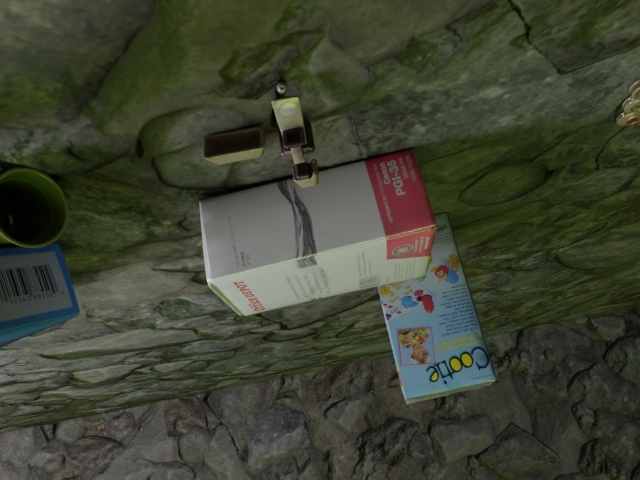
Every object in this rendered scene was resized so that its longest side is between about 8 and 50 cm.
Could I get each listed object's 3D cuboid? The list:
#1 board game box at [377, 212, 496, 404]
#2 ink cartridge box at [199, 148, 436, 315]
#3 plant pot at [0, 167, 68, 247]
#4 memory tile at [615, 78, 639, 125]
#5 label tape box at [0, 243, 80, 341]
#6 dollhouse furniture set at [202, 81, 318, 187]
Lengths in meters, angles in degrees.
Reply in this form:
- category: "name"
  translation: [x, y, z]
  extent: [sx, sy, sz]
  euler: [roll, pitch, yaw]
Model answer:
- category: "board game box"
  translation: [0.177, 0.118, 0.984]
  extent: [0.144, 0.275, 0.142]
  euler: [-13, 159, 4]
- category: "ink cartridge box"
  translation: [0.000, 0.000, 0.801]
  extent: [0.283, 0.117, 0.207]
  euler: [-13, 160, 1]
- category: "plant pot"
  translation: [-0.326, -0.027, 0.622]
  extent: [0.079, 0.083, 0.083]
  euler: [-11, 164, 36]
- category: "memory tile"
  translation: [0.443, -0.183, 0.714]
  extent: [0.148, 0.012, 0.113]
  euler: [-15, 159, 9]
- category: "label tape box"
  translation: [-0.526, 0.115, 0.737]
  extent: [0.348, 0.115, 0.249]
  euler: [-19, 177, 24]
- category: "dollhouse furniture set"
  translation: [-0.066, -0.101, 0.573]
  extent: [0.114, 0.091, 0.081]
  euler: [-10, 145, 3]
